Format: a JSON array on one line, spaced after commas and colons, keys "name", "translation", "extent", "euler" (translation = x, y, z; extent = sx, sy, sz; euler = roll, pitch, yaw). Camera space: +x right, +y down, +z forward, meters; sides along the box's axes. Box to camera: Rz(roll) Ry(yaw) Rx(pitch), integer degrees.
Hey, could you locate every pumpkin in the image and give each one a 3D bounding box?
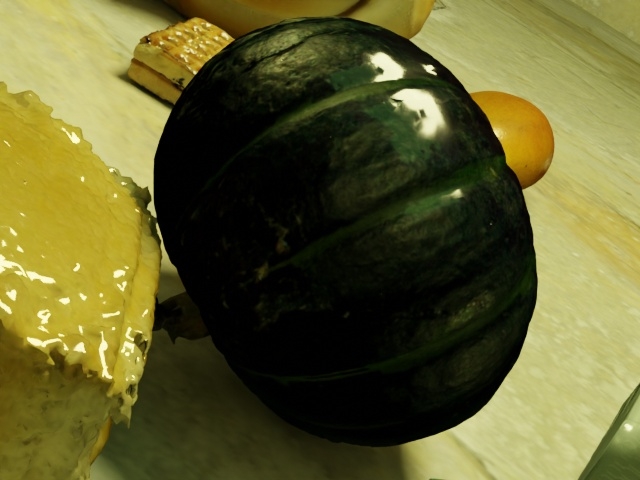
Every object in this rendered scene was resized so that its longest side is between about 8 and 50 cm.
[{"name": "pumpkin", "translation": [0.000, 0.000, 0.643], "extent": [0.250, 0.216, 0.250], "euler": [64, 1, -2]}]

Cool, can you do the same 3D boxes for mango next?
[{"name": "mango", "translation": [0.166, -0.102, 1.173], "extent": [0.141, 0.102, 0.217], "euler": [28, 19, 11]}]

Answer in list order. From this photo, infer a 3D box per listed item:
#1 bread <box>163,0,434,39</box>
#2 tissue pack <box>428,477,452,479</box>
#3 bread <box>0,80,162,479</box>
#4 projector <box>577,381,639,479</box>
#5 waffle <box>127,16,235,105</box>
[{"name": "bread", "translation": [-0.050, -0.366, 1.171], "extent": [0.424, 0.329, 0.245], "euler": [28, 22, -19]}, {"name": "tissue pack", "translation": [0.107, 0.160, 0.578], "extent": [0.111, 0.079, 0.085], "euler": [14, 27, -34]}, {"name": "bread", "translation": [-0.153, 0.019, 0.509], "extent": [0.174, 0.121, 0.245], "euler": [38, 13, -20]}, {"name": "projector", "translation": [0.283, 0.188, 0.702], "extent": [0.250, 0.108, 0.198], "euler": [34, 23, 14]}, {"name": "waffle", "translation": [-0.101, -0.151, 1.030], "extent": [0.102, 0.042, 0.148], "euler": [32, 23, 2]}]
